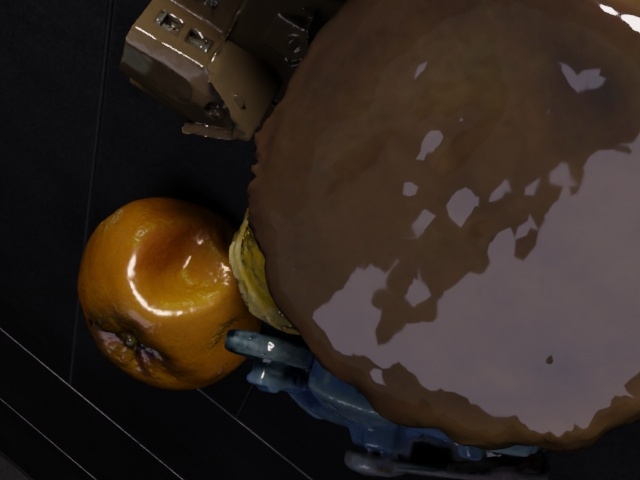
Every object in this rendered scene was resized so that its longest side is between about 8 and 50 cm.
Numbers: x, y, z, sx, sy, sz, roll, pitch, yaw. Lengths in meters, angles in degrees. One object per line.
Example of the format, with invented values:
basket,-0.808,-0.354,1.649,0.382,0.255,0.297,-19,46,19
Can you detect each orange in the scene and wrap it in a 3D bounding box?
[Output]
orange,-0.195,0.078,0.917,0.249,0.183,0.249,20,132,24

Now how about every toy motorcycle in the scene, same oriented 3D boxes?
toy motorcycle,0.074,0.162,0.748,0.319,0.182,0.241,10,139,23

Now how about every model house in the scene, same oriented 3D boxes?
model house,-0.029,-0.140,0.645,0.248,0.176,0.181,30,139,-9

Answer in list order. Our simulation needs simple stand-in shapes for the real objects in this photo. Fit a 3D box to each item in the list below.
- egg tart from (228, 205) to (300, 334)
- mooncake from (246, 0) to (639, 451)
egg tart,0.000,0.000,0.695,0.191,0.191,0.074,23,152,22
mooncake,0.126,-0.031,0.512,0.324,0.187,0.324,5,101,30
